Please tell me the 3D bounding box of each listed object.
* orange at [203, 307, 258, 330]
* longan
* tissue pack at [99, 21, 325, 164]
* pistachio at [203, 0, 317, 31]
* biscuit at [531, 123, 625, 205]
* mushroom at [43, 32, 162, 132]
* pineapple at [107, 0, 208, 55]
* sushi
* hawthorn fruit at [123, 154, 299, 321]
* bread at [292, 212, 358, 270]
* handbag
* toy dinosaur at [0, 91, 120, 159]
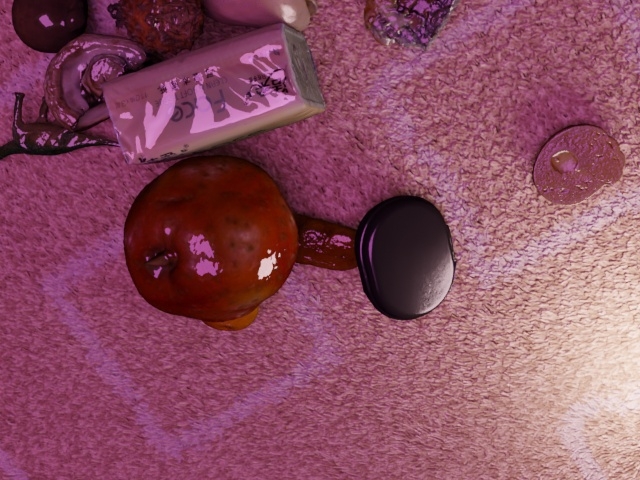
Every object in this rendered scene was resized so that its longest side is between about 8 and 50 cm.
[{"bbox_3d":[-0.234,0.157,1.957,0.159,0.159,0.136,0,70,6],"label":"orange"},{"bbox_3d":[-0.605,-0.515,1.758,0.204,0.159,0.185,23,84,36],"label":"longan"},{"bbox_3d":[-0.217,-0.314,1.696,0.405,0.332,0.205,-17,94,11],"label":"tissue pack"},{"bbox_3d":[-0.161,-0.559,1.698,0.332,0.207,0.226,16,153,-14],"label":"pistachio"},{"bbox_3d":[0.596,-0.180,1.814,0.208,0.049,0.181,-35,101,14],"label":"biscuit"},{"bbox_3d":[-0.512,-0.383,1.788,0.267,0.189,0.164,-41,89,8],"label":"mushroom"},{"bbox_3d":[-0.371,-0.492,1.657,0.175,0.361,0.175,-13,113,-32],"label":"pineapple"},{"bbox_3d":[0.217,-0.544,1.689,0.184,0.139,0.274,33,114,-7],"label":"sushi"},{"bbox_3d":[-0.267,0.005,1.721,0.403,0.403,0.402,2,108,5],"label":"hawthorn fruit"},{"bbox_3d":[0.000,0.001,1.914,0.344,0.084,0.124,10,121,2],"label":"bread"},{"bbox_3d":[0.206,0.041,1.860,0.254,0.093,0.308,-20,107,-21],"label":"handbag"},{"bbox_3d":[-0.702,-0.206,1.916,0.447,0.087,0.300,22,107,5],"label":"toy dinosaur"}]
